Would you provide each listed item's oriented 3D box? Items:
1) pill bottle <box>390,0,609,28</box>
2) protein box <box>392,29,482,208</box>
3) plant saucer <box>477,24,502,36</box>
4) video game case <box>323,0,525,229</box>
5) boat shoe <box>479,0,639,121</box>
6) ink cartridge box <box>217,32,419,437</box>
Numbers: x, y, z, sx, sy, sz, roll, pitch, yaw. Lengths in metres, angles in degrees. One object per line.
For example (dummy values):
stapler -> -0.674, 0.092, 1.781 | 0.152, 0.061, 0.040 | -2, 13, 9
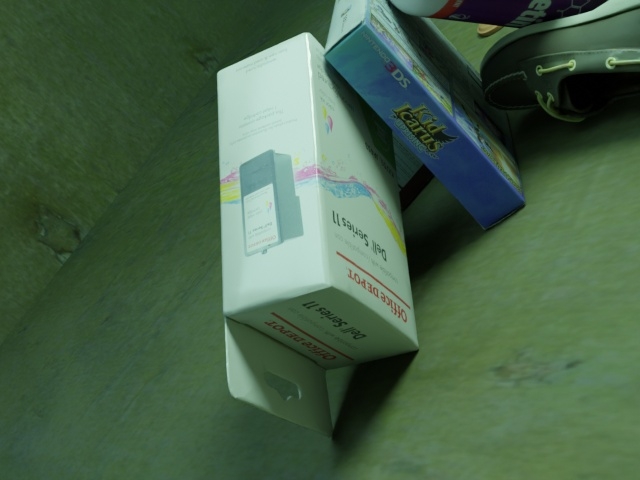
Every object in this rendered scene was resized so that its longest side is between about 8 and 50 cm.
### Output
pill bottle -> 0.236, -0.322, 1.001 | 0.181, 0.322, 0.182 | -179, 90, -69
protein box -> 0.096, -0.174, 1.269 | 0.201, 0.136, 0.200 | -49, 20, -5
plant saucer -> 0.275, -0.349, 1.416 | 0.083, 0.013, 0.083 | -38, 22, 19
video game case -> 0.119, -0.176, 1.043 | 0.061, 0.269, 0.244 | -36, 23, 24
boat shoe -> 0.277, -0.181, 0.978 | 0.305, 0.109, 0.091 | -10, 68, 58
ink cartridge box -> 0.000, 0.000, 0.929 | 0.119, 0.207, 0.354 | -17, 61, 24
